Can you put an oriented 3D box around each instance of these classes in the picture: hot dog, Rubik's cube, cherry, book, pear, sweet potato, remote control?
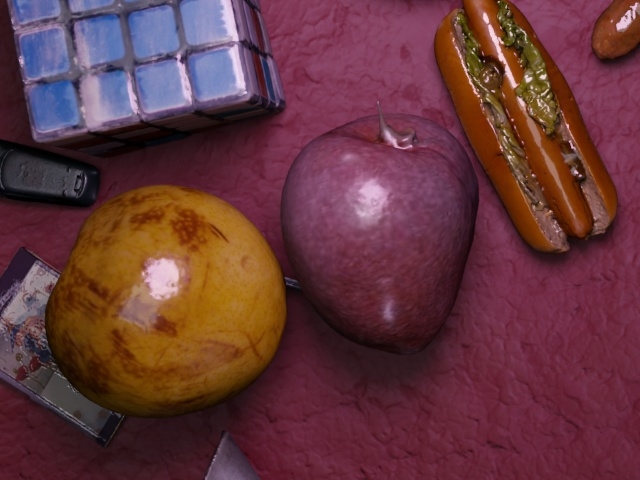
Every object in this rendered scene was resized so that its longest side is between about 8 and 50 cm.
[{"bbox_3d":[0.236,-0.148,1.577,0.135,0.100,0.337,-25,88,6],"label":"hot dog"},{"bbox_3d":[-0.202,-0.248,1.545,0.256,0.253,0.259,-12,91,6],"label":"Rubik's cube"},{"bbox_3d":[0.071,-0.013,1.523,0.221,0.261,0.307,2,111,27],"label":"cherry"},{"bbox_3d":[-0.324,0.134,1.673,0.231,0.026,0.157,33,93,4],"label":"book"},{"bbox_3d":[-0.175,0.073,1.539,0.280,0.281,0.281,0,90,6],"label":"pear"},{"bbox_3d":[0.429,-0.364,1.557,0.106,0.095,0.354,26,90,46],"label":"sweet potato"},{"bbox_3d":[-0.385,-0.088,1.668,0.222,0.042,0.072,12,89,5],"label":"remote control"}]

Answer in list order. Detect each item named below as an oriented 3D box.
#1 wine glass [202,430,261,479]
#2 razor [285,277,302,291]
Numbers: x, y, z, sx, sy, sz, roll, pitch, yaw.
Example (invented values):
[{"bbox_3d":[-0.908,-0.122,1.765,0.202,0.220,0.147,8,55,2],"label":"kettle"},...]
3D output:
[{"bbox_3d":[0.019,0.409,1.533,0.406,0.267,0.267,21,92,1],"label":"wine glass"},{"bbox_3d":[0.000,0.000,1.636,0.068,0.040,0.135,17,87,5],"label":"razor"}]
